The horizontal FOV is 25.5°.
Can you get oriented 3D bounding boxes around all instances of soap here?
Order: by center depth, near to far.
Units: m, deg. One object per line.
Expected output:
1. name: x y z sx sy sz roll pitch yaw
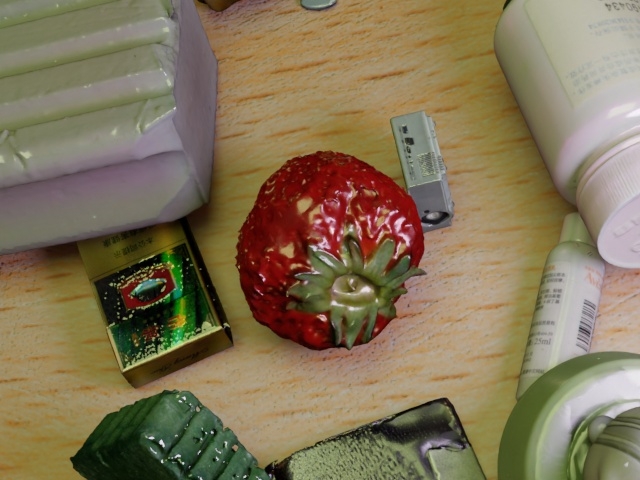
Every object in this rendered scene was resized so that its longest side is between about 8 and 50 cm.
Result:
1. soap: -0.373 -0.173 1.976 0.435 0.213 0.350 -13 52 9

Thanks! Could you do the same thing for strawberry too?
1. strawberry: 0.000 0.000 1.854 0.257 0.257 0.277 -28 31 -2

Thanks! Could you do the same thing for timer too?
1. timer: 0.363 0.258 1.573 0.291 0.315 0.290 0 81 -2

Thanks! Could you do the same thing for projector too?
1. projector: 0.140 -0.091 1.902 0.061 0.147 0.115 -13 65 5

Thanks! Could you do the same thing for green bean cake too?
1. green bean cake: -0.190 0.290 1.792 0.208 0.193 0.107 -24 28 45

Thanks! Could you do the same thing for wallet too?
1. wallet: 0.084 0.336 1.769 0.262 0.071 0.221 -20 63 -5

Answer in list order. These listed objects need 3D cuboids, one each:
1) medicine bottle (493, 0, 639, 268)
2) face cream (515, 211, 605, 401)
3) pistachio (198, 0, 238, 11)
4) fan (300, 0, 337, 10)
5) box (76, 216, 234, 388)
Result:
1. medicine bottle: 0.375 -0.167 1.825 0.213 0.213 0.378 -19 54 3
2. face cream: 0.317 0.089 1.824 0.082 0.082 0.269 11 69 15
3. pistachio: -0.122 -0.452 2.060 0.163 0.260 0.212 33 84 12
4. fan: 0.005 -0.476 2.175 0.057 0.023 0.282 -1 67 12
5. box: -0.230 0.064 1.949 0.159 0.071 0.240 -23 63 -3
